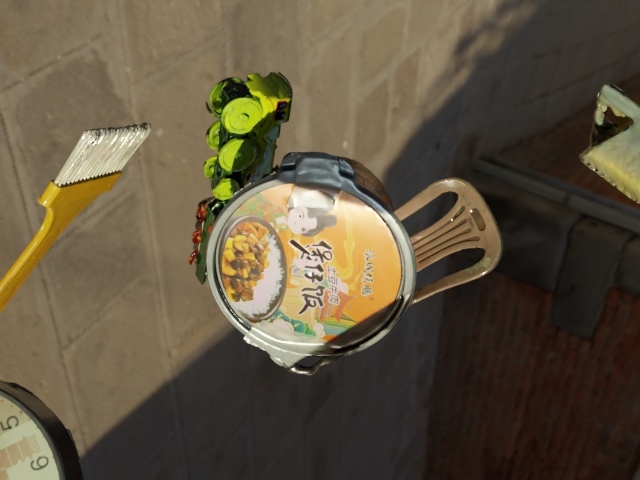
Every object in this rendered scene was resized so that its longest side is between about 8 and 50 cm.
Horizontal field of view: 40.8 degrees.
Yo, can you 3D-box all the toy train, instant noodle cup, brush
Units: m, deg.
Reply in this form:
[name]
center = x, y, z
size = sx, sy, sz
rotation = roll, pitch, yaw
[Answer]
[toy train]
center = -0.084, -0.054, 0.875
size = 0.085, 0.053, 0.250
rotation = -9, 137, -25
[instant noodle cup]
center = 0.000, 0.000, 0.768
size = 0.125, 0.177, 0.208
rotation = -70, -178, -61
[brush]
center = -0.241, 0.006, 0.729
size = 0.272, 0.013, 0.103
rotation = -48, 175, 19

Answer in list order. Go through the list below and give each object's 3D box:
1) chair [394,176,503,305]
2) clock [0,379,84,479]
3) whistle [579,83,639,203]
[chair]
center = 0.114, 0.037, 1.423
size = 0.326, 0.176, 0.183
rotation = -34, 167, 37
[clock]
center = -0.542, 0.390, 1.260
size = 0.386, 0.386, 0.076
rotation = -62, 173, -12
[whistle]
center = 0.290, 0.000, 0.557
size = 0.057, 0.326, 0.068
rotation = -23, 139, -18
